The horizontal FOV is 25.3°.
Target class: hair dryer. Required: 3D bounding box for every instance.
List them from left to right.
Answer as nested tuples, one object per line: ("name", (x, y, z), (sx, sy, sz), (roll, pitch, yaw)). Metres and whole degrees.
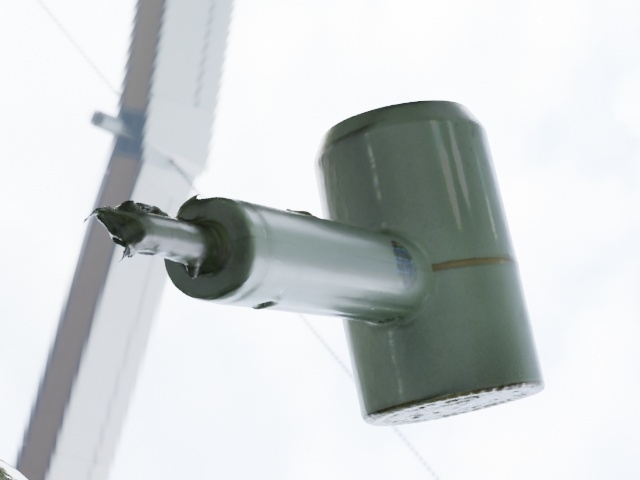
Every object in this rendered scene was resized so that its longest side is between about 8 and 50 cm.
("hair dryer", (0.000, 0.000, 0.709), (0.107, 0.357, 0.173), (-19, -105, 25))

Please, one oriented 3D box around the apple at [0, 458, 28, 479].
("apple", (-0.312, 0.278, 0.903), (0.338, 0.338, 0.305), (-16, -113, 23))
